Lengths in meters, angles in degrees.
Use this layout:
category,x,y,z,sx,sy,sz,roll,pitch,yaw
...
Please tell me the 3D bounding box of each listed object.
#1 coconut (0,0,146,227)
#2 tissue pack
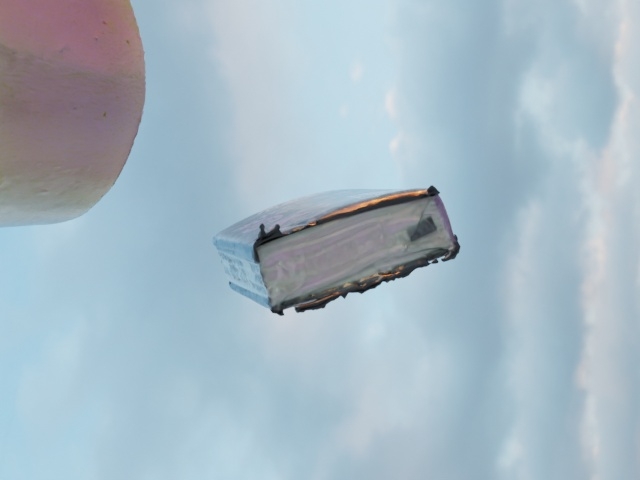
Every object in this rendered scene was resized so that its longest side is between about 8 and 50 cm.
category,x,y,z,sx,sy,sz,roll,pitch,yaw
coconut,-0.244,-0.122,0.563,0.245,0.233,0.233,-13,-72,-65
tissue pack,0.000,0.000,1.107,0.259,0.361,0.122,-18,-84,-15
